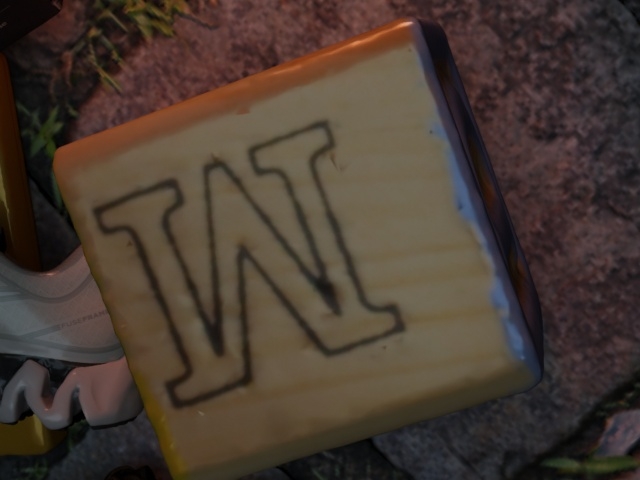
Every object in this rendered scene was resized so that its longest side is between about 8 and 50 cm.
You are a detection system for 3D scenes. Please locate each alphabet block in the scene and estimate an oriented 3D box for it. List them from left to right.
[{"bbox_3d":[0.000,0.000,0.717,0.197,0.192,0.193,-19,94,11],"label":"alphabet block"}]

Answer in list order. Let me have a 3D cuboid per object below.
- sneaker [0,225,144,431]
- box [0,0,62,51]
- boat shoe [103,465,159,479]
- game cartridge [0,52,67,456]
[{"bbox_3d":[-0.246,0.042,0.771,0.292,0.110,0.118,4,92,-1],"label":"sneaker"},{"bbox_3d":[-0.362,-0.142,0.651,0.343,0.312,0.179,-32,78,4],"label":"box"},{"bbox_3d":[-0.111,0.178,0.827,0.207,0.073,0.073,4,98,2],"label":"boat shoe"},{"bbox_3d":[-0.342,0.013,0.851,0.324,0.052,0.285,-6,98,8],"label":"game cartridge"}]
